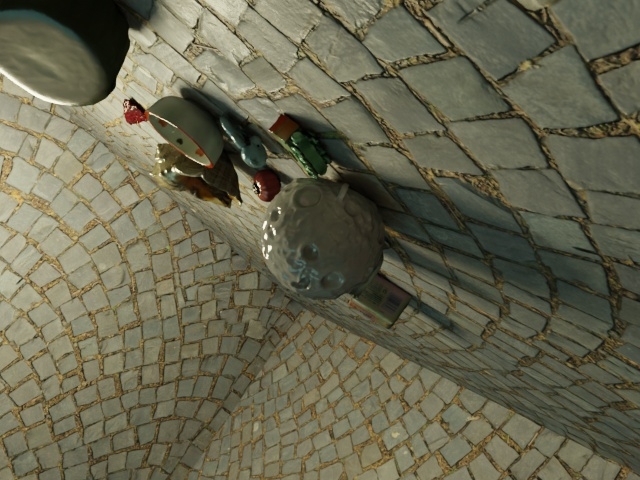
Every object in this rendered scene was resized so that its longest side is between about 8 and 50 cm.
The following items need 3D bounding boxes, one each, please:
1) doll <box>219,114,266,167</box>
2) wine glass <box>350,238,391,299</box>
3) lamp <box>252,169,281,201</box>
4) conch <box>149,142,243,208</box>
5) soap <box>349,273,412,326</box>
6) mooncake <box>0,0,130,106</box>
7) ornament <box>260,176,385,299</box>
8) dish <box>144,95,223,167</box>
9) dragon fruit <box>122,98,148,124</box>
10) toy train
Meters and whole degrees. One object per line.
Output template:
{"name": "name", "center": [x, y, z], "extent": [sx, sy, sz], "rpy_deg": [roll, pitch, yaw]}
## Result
{"name": "doll", "center": [-0.209, -0.288, 1.663], "extent": [0.180, 0.075, 0.120], "rpy_deg": [59, -160, -14]}
{"name": "wine glass", "center": [0.126, 0.071, 1.779], "extent": [0.111, 0.204, 0.111], "rpy_deg": [30, 170, 6]}
{"name": "lamp", "center": [-0.172, -0.176, 1.885], "extent": [0.107, 0.092, 0.107], "rpy_deg": [39, 140, 43]}
{"name": "conch", "center": [-0.398, -0.244, 2.015], "extent": [0.352, 0.210, 0.297], "rpy_deg": [18, 180, -39]}
{"name": "soap", "center": [0.226, 0.230, 2.242], "extent": [0.199, 0.138, 0.182], "rpy_deg": [32, 168, 9]}
{"name": "mooncake", "center": [-0.667, -0.515, 1.468], "extent": [0.356, 0.194, 0.356], "rpy_deg": [7, 150, 4]}
{"name": "ornament", "center": [0.000, 0.000, 1.552], "extent": [0.337, 0.337, 0.337], "rpy_deg": [33, 167, 9]}
{"name": "dish", "center": [-0.396, -0.346, 1.785], "extent": [0.256, 0.117, 0.256], "rpy_deg": [34, 167, 9]}
{"name": "dragon fruit", "center": [-0.712, -0.503, 2.216], "extent": [0.097, 0.063, 0.131], "rpy_deg": [-4, 154, 14]}
{"name": "toy train", "center": [-0.044, -0.226, 1.444], "extent": [0.118, 0.074, 0.176], "rpy_deg": [39, 176, 31]}
